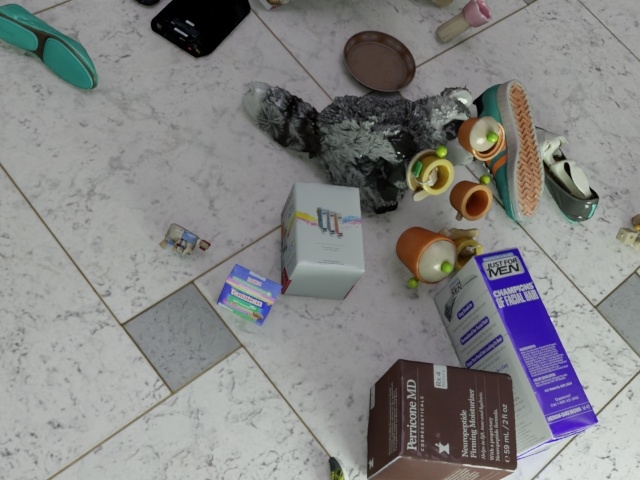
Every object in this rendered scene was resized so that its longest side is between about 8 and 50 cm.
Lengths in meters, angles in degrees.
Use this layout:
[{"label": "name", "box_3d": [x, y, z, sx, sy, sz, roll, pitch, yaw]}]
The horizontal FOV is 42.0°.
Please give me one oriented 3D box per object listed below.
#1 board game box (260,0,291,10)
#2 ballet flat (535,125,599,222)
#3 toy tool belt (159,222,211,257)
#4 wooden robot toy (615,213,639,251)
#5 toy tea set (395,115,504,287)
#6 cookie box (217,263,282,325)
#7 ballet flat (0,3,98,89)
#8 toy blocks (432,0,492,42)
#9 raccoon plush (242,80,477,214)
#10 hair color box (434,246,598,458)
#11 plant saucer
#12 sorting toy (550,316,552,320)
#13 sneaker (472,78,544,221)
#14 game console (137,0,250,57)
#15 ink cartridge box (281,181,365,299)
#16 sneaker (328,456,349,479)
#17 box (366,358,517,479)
[{"label": "board game box", "box_3d": [0.000, -0.696, 1.838, 0.319, 0.066, 0.318, -15, 61, 21]}, {"label": "ballet flat", "box_3d": [0.506, -0.169, 1.795, 0.095, 0.096, 0.280, -28, 73, -26]}, {"label": "toy tool belt", "box_3d": [-0.245, 0.008, 1.504, 0.083, 0.052, 0.051, 30, 89, 4]}, {"label": "wooden robot toy", "box_3d": [0.698, -0.022, 1.808, 0.173, 0.076, 0.079, -13, 32, -23]}, {"label": "toy tea set", "box_3d": [0.255, -0.062, 1.528, 0.200, 0.336, 0.124, -7, 26, -28]}, {"label": "cookie box", "box_3d": [-0.125, 0.095, 1.452, 0.092, 0.107, 0.040, 26, 58, -2]}, {"label": "ballet flat", "box_3d": [-0.520, -0.385, 1.611, 0.247, 0.083, 0.087, 31, 44, -1]}, {"label": "toy blocks", "box_3d": [0.294, -0.667, 1.850, 0.289, 0.260, 0.308, 25, 51, -39]}, {"label": "raccoon plush", "box_3d": [0.109, -0.264, 1.675, 0.446, 0.216, 0.299, 40, 51, 7]}, {"label": "hair color box", "box_3d": [0.339, 0.205, 1.491, 0.110, 0.185, 0.338, -12, 67, -23]}, {"label": "plant saucer", "box_3d": [0.127, -0.389, 1.839, 0.169, 0.029, 0.168, 7, 60, -13]}, {"label": "sorting toy", "box_3d": [0.410, 0.149, 1.605, 0.083, 0.075, 0.045, 41, 59, 8]}, {"label": "sneaker", "box_3d": [0.391, -0.182, 1.774, 0.108, 0.121, 0.302, 3, 78, -39]}, {"label": "game console", "box_3d": [-0.338, -0.545, 1.774, 0.361, 0.044, 0.213, 33, 57, 2]}, {"label": "ink cartridge box", "box_3d": [0.000, 0.000, 1.530, 0.127, 0.128, 0.176, 6, 60, -14]}, {"label": "sneaker", "box_3d": [0.029, 0.399, 1.379, 0.035, 0.031, 0.083, -15, 68, -23]}, {"label": "box", "box_3d": [0.199, 0.314, 1.397, 0.203, 0.167, 0.168, 10, 60, -12]}]
